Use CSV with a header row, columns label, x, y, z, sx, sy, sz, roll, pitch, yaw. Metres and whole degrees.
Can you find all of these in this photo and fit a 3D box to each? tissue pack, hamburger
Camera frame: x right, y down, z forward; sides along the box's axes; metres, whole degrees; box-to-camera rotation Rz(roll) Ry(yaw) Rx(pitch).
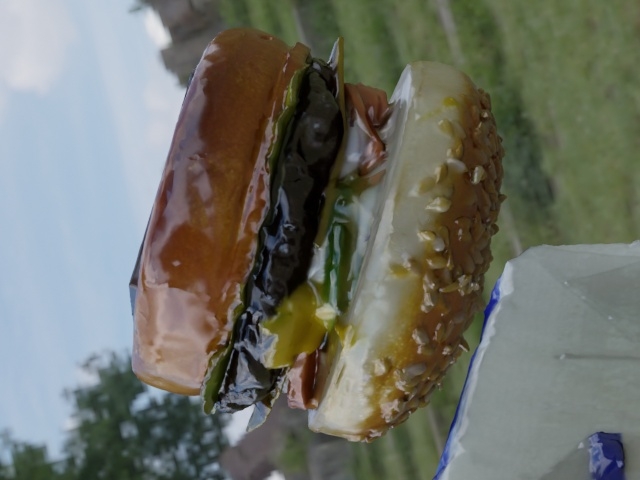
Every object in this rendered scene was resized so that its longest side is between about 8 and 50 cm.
label,x,y,z,sx,sy,sz,roll,pitch,yaw
tissue pack,0.130,0.164,0.602,0.209,0.137,0.270,-61,-32,-53
hamburger,0.000,0.000,1.003,0.291,0.225,0.291,-164,90,-88
